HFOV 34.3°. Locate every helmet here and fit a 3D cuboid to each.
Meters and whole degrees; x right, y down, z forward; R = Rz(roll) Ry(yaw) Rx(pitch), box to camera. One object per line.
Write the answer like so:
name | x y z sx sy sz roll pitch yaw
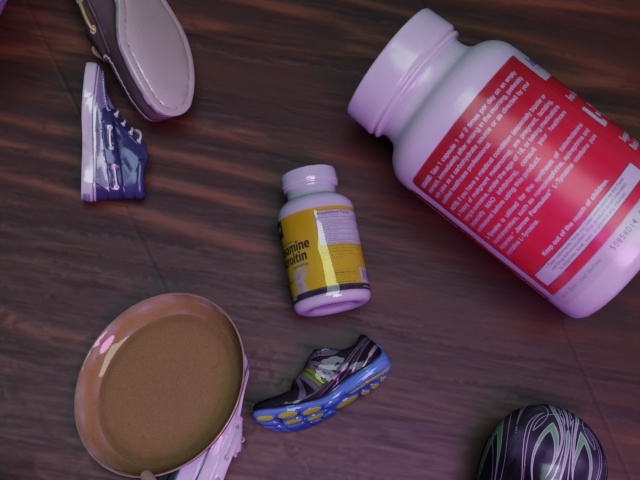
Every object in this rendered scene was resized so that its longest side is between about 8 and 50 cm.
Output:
helmet | 0.273 0.285 1.278 0.169 0.169 0.161 20 91 0

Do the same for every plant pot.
plant pot | -0.193 0.178 1.275 0.236 0.032 0.236 -11 60 20

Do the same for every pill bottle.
pill bottle | 0.000 0.000 1.349 0.103 0.103 0.184 -9 76 -8
pill bottle | 0.244 -0.107 1.336 0.408 0.229 0.229 39 75 5

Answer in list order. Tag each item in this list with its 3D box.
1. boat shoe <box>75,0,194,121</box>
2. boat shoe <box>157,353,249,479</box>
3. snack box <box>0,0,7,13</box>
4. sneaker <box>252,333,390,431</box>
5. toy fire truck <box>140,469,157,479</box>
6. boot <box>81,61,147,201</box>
boat shoe | -0.269 -0.299 1.409 0.117 0.097 0.324 -13 77 -50
boat shoe | -0.135 0.248 1.294 0.076 0.083 0.226 34 72 -24
snack box | -0.574 -0.237 1.381 0.187 0.060 0.322 22 74 0
sneaker | -0.003 0.183 1.329 0.188 0.067 0.078 -28 58 -10
toy fire truck | -0.158 0.403 1.148 0.159 0.217 0.246 13 49 2
boot | -0.276 -0.144 1.388 0.086 0.069 0.190 0 83 -13
